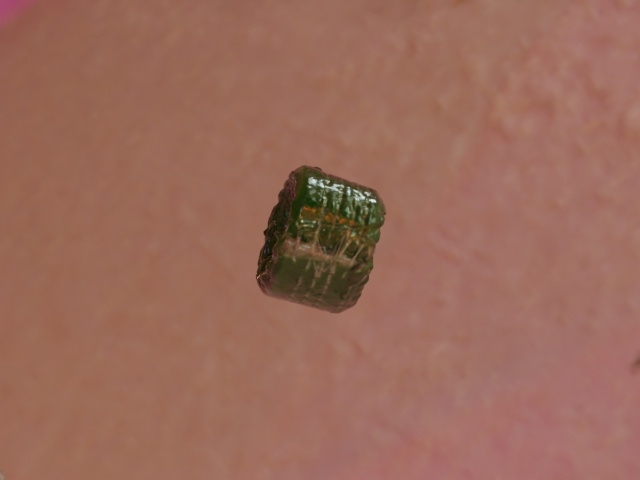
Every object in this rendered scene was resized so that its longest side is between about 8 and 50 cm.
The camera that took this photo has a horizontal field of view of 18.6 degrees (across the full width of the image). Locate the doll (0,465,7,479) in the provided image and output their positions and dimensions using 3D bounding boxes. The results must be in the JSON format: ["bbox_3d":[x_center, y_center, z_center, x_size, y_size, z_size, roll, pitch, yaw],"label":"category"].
[{"bbox_3d":[-0.335,0.231,1.479,0.293,0.119,0.138,-58,-18,1],"label":"doll"}]

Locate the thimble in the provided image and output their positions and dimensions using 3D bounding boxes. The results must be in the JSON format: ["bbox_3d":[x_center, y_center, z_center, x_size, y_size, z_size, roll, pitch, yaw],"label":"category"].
[{"bbox_3d":[0.000,0.000,1.662,0.130,0.090,0.118,-148,76,-82],"label":"thimble"}]
